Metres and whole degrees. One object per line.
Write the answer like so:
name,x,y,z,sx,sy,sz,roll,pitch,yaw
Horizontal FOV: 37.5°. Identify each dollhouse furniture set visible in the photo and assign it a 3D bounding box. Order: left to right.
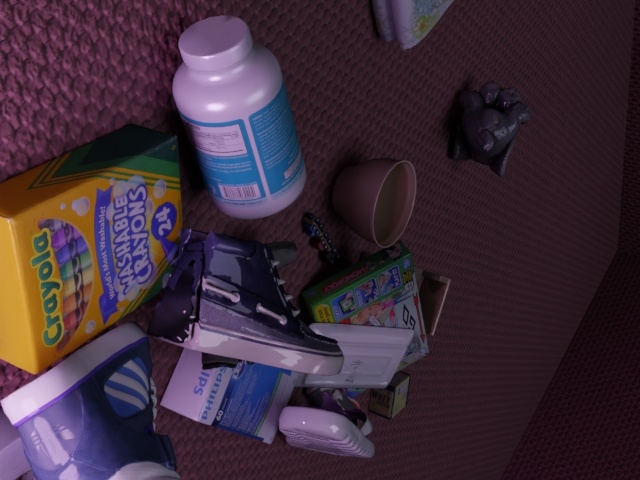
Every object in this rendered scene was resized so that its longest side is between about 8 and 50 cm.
dollhouse furniture set,0.159,0.109,1.909,0.151,0.144,0.123,19,88,-64

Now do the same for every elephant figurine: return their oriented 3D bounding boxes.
elephant figurine,0.377,-0.222,2.124,0.186,0.169,0.239,-24,149,-19

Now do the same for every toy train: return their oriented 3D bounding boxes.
toy train,0.000,0.000,1.691,0.036,0.027,0.158,-51,147,-15

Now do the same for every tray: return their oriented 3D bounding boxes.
tray,0.062,0.229,1.792,0.270,0.030,0.145,8,116,-39

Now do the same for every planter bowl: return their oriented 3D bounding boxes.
planter bowl,0.090,-0.079,1.717,0.162,0.109,0.162,-39,138,-47

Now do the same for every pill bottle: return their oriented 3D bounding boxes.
pill bottle,-0.111,-0.166,1.271,0.146,0.146,0.264,-52,146,-33

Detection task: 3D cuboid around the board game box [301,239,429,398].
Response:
board game box,0.094,0.164,1.825,0.213,0.046,0.317,-29,137,-12

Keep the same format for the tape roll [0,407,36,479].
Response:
tape roll,-0.380,0.316,1.141,0.219,0.072,0.219,-37,135,-48

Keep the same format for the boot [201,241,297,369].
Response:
boot,-0.111,0.099,1.421,0.246,0.083,0.161,-20,90,-48

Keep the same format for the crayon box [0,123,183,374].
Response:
crayon box,-0.294,0.012,1.113,0.323,0.083,0.203,-36,135,-47

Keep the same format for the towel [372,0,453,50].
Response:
towel,0.184,-0.565,1.635,0.321,0.090,0.375,-54,146,-33

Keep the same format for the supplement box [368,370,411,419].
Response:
supplement box,0.157,0.345,2.131,0.083,0.056,0.083,-26,127,-54

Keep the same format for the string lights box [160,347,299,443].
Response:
string lights box,-0.138,0.238,1.524,0.259,0.076,0.133,41,69,-60

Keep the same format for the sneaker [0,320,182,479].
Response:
sneaker,-0.234,0.237,1.114,0.130,0.236,0.323,-32,-179,7

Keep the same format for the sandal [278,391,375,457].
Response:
sandal,0.022,0.325,1.695,0.416,0.169,0.102,83,19,-73

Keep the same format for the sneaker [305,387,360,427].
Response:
sneaker,0.033,0.328,1.849,0.158,0.061,0.065,37,27,-40

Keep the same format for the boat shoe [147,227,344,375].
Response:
boat shoe,-0.072,0.087,1.292,0.340,0.127,0.158,20,82,-50
